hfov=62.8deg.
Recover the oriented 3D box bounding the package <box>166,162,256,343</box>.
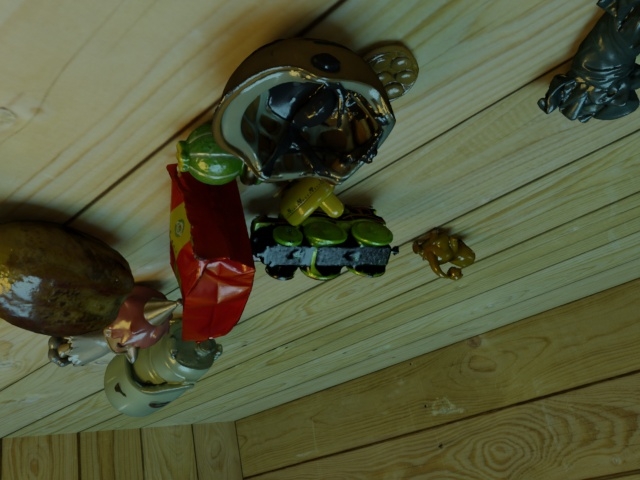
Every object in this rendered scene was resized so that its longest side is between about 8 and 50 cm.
[{"bbox_3d":[-0.203,0.038,0.932,0.123,0.196,0.423,-10,155,-19],"label":"package"}]

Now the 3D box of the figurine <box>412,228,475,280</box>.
[{"bbox_3d":[0.326,0.046,1.314,0.176,0.122,0.121,7,146,-36],"label":"figurine"}]

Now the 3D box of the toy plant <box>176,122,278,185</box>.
[{"bbox_3d":[-0.123,-0.122,0.753,0.162,0.092,0.093,-5,154,-19],"label":"toy plant"}]

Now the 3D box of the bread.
[{"bbox_3d":[0.082,-0.224,0.720,0.110,0.024,0.110,-11,154,-5],"label":"bread"}]

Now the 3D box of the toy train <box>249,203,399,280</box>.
[{"bbox_3d":[0.000,0.000,1.002,0.296,0.160,0.100,1,121,-23],"label":"toy train"}]

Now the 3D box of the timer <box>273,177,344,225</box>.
[{"bbox_3d":[-0.016,-0.067,0.908,0.107,0.109,0.107,-44,-174,6],"label":"timer"}]

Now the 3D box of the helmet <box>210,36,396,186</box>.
[{"bbox_3d":[-0.021,-0.171,0.657,0.224,0.130,0.198,11,143,-23],"label":"helmet"}]

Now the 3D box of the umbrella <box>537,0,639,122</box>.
[{"bbox_3d":[0.421,-0.284,0.689,0.143,0.094,0.349,-12,154,-13],"label":"umbrella"}]

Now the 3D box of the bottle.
[{"bbox_3d":[-0.441,0.348,1.463,0.229,0.229,0.352,12,145,-44],"label":"bottle"}]

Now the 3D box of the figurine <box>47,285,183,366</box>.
[{"bbox_3d":[-0.443,0.198,1.193,0.387,0.166,0.207,-19,172,20],"label":"figurine"}]

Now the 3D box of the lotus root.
[{"bbox_3d":[-0.464,0.056,0.886,0.193,0.193,0.291,-21,157,16],"label":"lotus root"}]
